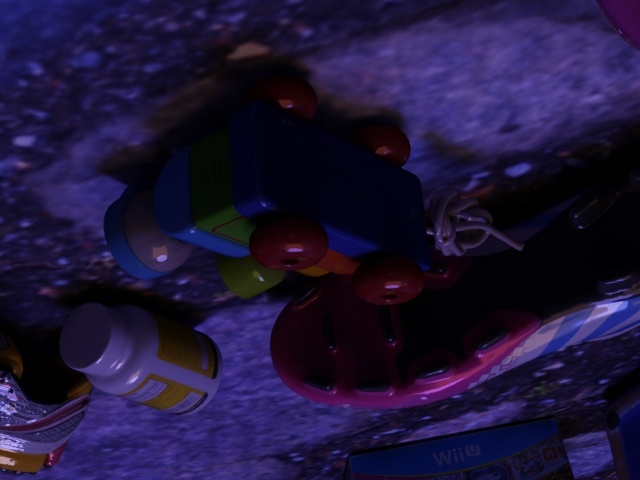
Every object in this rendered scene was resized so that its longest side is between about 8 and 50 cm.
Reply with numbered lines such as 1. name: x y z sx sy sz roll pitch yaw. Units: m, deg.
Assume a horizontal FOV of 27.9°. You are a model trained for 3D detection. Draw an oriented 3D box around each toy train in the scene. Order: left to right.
1. toy train: 0.000 0.000 0.787 0.143 0.105 0.248 -20 153 35

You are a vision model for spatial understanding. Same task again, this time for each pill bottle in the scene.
1. pill bottle: -0.127 0.081 0.908 0.065 0.065 0.116 -26 149 23

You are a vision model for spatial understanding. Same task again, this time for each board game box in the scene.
1. board game box: 0.161 0.348 1.264 0.224 0.303 0.097 -10 152 -8

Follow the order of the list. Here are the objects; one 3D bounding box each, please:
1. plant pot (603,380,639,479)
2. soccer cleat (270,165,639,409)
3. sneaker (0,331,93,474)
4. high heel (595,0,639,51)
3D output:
1. plant pot: 0.414 0.211 1.211 0.212 0.236 0.236 9 146 -24
2. soccer cleat: 0.132 0.049 0.908 0.331 0.116 0.143 -20 157 15
3. sneaker: -0.255 0.089 0.871 0.225 0.088 0.093 17 119 -44
4. high heel: 0.161 -0.154 0.586 0.244 0.082 0.117 18 150 -25
